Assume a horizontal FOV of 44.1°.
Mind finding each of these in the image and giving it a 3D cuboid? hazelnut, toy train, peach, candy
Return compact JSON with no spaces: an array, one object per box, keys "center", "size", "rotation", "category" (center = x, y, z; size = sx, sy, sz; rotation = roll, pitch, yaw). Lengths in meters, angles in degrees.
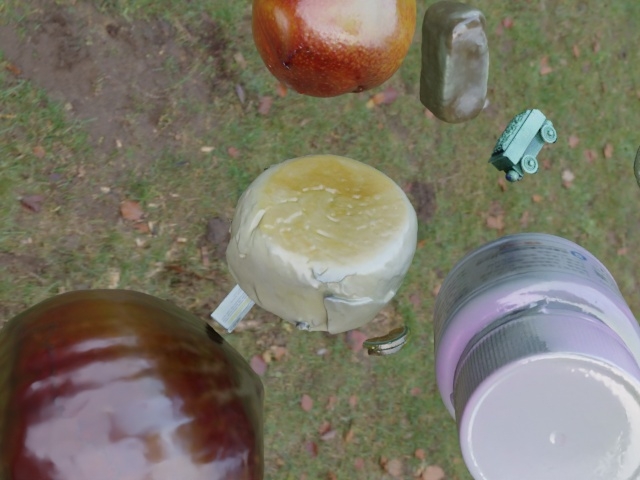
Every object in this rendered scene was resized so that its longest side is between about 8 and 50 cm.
[{"center":[-0.284,0.253,1.078],"size":[0.402,0.429,0.402],"rotation":[-14,135,-15],"category":"hazelnut"},{"center":[0.414,-0.197,1.614],"size":[0.099,0.070,0.172],"rotation":[42,65,-11],"category":"toy train"},{"center":[0.016,-0.308,1.077],"size":[0.231,0.231,0.231],"rotation":[4,83,-36],"category":"peach"},{"center":[0.247,-0.327,1.467],"size":[0.102,0.104,0.234],"rotation":[-24,140,-18],"category":"candy"}]

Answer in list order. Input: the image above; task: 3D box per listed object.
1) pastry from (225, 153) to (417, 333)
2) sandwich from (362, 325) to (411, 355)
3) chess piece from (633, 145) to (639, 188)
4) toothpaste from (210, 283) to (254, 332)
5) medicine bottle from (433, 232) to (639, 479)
[{"center":[0.000,-0.002,1.042],"size":[0.265,0.133,0.264],"rotation":[8,48,-9],"category":"pastry"},{"center":[0.168,0.236,1.871],"size":[0.135,0.067,0.029],"rotation":[-24,119,-29],"category":"sandwich"},{"center":[0.566,-0.107,1.123],"size":[0.133,0.243,0.133],"rotation":[-1,95,-7],"category":"chess piece"},{"center":[-0.126,0.089,1.402],"size":[0.046,0.034,0.164],"rotation":[37,80,12],"category":"toothpaste"},{"center":[0.254,0.145,0.923],"size":[0.241,0.241,0.302],"rotation":[61,16,-16],"category":"medicine bottle"}]
